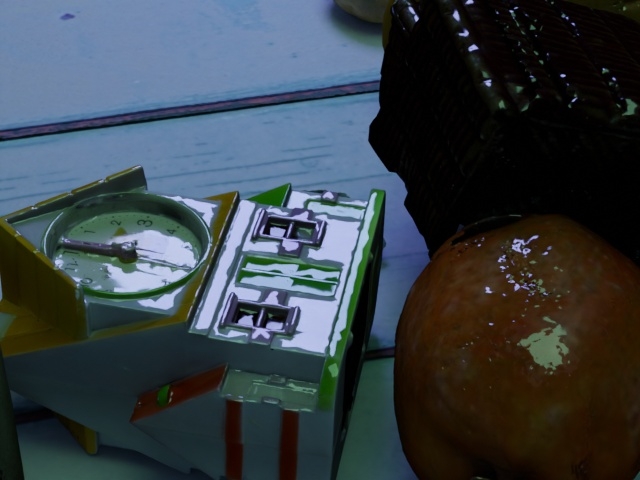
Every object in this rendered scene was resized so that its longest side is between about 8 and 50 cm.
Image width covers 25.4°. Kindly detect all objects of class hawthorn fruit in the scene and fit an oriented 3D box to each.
[{"bbox_3d":[0.142,0.112,0.986,0.211,0.211,0.299,13,38,13],"label":"hawthorn fruit"}]

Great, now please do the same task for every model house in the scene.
[{"bbox_3d":[0.178,-0.125,1.154,0.297,0.282,0.317,-33,43,16],"label":"model house"}]

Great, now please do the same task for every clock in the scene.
[{"bbox_3d":[-0.120,0.053,1.077,0.309,0.166,0.235,8,38,7],"label":"clock"}]

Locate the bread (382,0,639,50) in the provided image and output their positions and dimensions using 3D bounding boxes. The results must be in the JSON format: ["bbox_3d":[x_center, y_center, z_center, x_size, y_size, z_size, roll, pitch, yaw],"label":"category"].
[{"bbox_3d":[0.200,-0.207,1.410,0.269,0.195,0.143,8,31,14],"label":"bread"}]

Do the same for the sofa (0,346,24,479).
[{"bbox_3d":[-0.342,0.100,0.980,0.258,0.200,0.182,10,41,11],"label":"sofa"}]

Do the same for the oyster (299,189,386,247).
[{"bbox_3d":[-0.001,0.000,1.269,0.098,0.037,0.100,-36,71,-16],"label":"oyster"}]

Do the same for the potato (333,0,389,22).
[{"bbox_3d":[0.063,-0.308,1.601,0.112,0.112,0.147,-10,46,-15],"label":"potato"}]
